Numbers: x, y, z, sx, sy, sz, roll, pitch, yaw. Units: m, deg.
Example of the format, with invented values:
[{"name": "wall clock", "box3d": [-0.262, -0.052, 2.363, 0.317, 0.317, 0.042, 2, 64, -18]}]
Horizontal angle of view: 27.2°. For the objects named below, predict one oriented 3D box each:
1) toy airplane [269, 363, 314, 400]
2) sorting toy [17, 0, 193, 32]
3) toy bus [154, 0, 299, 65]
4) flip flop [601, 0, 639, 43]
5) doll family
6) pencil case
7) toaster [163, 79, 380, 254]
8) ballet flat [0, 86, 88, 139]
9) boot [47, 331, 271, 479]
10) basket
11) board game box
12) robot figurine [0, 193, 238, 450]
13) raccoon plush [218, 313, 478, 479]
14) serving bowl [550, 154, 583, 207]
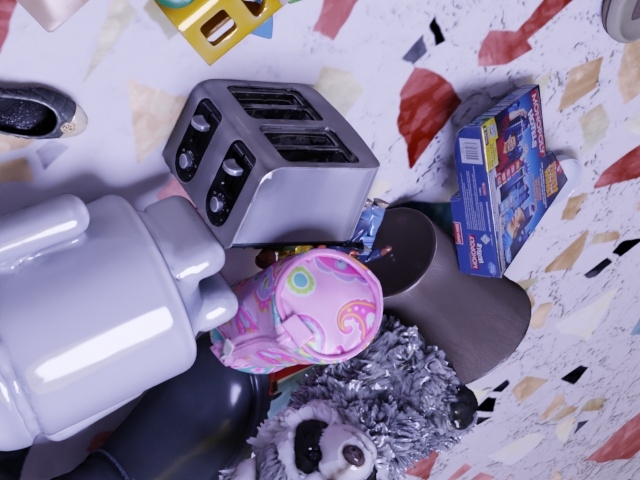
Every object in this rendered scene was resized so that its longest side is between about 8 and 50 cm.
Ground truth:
[{"name": "toy airplane", "box3d": [-0.062, 0.165, 1.723, 0.151, 0.028, 0.151, -20, 140, -18]}, {"name": "sorting toy", "box3d": [-0.230, -0.273, 1.100, 0.132, 0.046, 0.274, -41, 122, 3]}, {"name": "toy bus", "box3d": [-0.064, -0.255, 1.219, 0.191, 0.104, 0.202, -9, 135, -31]}, {"name": "flip flop", "box3d": [0.403, -0.335, 1.511, 0.112, 0.080, 0.277, -11, 136, -29]}, {"name": "doll family", "box3d": [0.000, 0.000, 1.539, 0.193, 0.076, 0.111, 9, 106, -15]}, {"name": "pencil case", "box3d": [-0.035, 0.083, 1.411, 0.124, 0.124, 0.284, -18, 178, -22]}, {"name": "toaster", "box3d": [-0.044, -0.075, 1.371, 0.186, 0.168, 0.110, -1, 129, -36]}, {"name": "ballet flat", "box3d": [-0.293, -0.116, 1.235, 0.173, 0.049, 0.057, 7, 127, -41]}, {"name": "boot", "box3d": [-0.286, 0.286, 1.486, 0.445, 0.146, 0.367, -12, 139, -52]}, {"name": "basket", "box3d": [0.133, 0.069, 1.679, 0.204, 0.154, 0.227, -29, 140, 14]}, {"name": "board game box", "box3d": [0.229, -0.084, 1.609, 0.194, 0.060, 0.194, -36, 124, -46]}, {"name": "robot figurine", "box3d": [-0.265, 0.084, 1.343, 0.353, 0.200, 0.300, -25, 131, -15]}, {"name": "raccoon plush", "box3d": [0.024, 0.283, 1.630, 0.299, 0.216, 0.446, -48, 162, -21]}, {"name": "serving bowl", "box3d": [0.304, -0.082, 1.744, 0.083, 0.027, 0.083, -21, 140, -18]}]
